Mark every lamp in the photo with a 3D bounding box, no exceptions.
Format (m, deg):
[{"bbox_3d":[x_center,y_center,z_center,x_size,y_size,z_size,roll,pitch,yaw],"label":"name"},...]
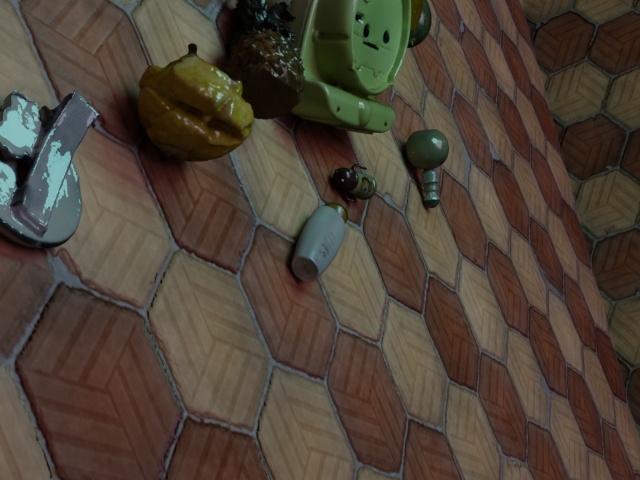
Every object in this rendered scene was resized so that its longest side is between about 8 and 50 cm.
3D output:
[{"bbox_3d":[0.227,-0.149,2.125,0.091,0.091,0.163,-5,89,-63],"label":"lamp"}]

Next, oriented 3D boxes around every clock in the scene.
[{"bbox_3d":[0.057,-0.367,1.752,0.286,0.117,0.348,2,99,-62],"label":"clock"}]

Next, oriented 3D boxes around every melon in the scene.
[{"bbox_3d":[0.189,-0.498,2.274,0.114,0.114,0.167,32,41,-51],"label":"melon"}]

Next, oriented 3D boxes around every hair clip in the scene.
[{"bbox_3d":[-0.296,-0.073,1.080,0.140,0.054,0.220,53,32,-38],"label":"hair clip"}]

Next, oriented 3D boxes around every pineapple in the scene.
[{"bbox_3d":[-0.091,-0.306,1.580,0.128,0.128,0.248,42,31,-43],"label":"pineapple"}]

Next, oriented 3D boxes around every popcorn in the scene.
[{"bbox_3d":[-0.160,-0.169,1.308,0.167,0.149,0.152,59,47,-75],"label":"popcorn"}]

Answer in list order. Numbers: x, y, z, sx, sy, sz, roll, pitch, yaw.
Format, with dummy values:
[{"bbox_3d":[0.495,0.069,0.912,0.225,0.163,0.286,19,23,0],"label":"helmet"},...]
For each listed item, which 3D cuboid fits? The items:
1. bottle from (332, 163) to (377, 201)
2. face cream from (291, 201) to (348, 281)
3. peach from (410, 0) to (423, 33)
[{"bbox_3d":[0.057,-0.100,1.787,0.101,0.047,0.063,18,65,-57],"label":"bottle"},{"bbox_3d":[0.000,0.000,1.592,0.072,0.051,0.182,58,28,-18],"label":"face cream"},{"bbox_3d":[0.095,-0.497,1.955,0.153,0.251,0.251,-19,87,-37],"label":"peach"}]
